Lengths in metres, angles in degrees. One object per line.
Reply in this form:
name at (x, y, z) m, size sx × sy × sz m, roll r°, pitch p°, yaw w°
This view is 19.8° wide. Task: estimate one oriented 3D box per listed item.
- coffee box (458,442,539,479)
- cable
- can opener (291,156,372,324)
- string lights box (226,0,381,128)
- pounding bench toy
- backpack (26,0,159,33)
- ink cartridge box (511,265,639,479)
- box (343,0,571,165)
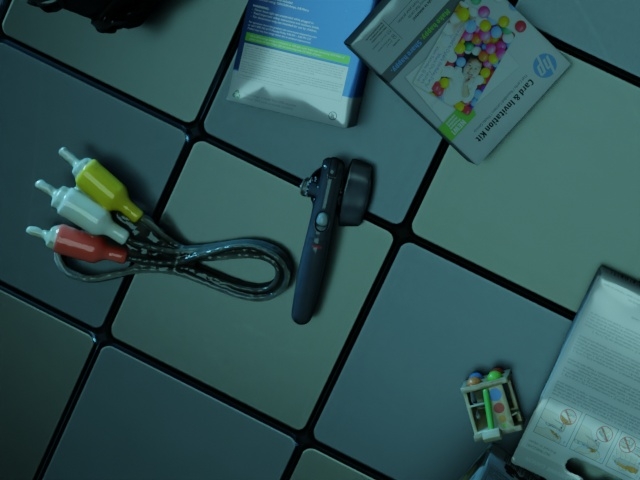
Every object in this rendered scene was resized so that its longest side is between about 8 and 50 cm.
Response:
coffee box at (0.150, 0.325, 1.817) m, size 0.119 × 0.297 × 0.168 m, roll 40°, pitch 101°, yaw 4°
cable at (-0.179, 0.017, 1.961) m, size 0.287 × 0.072 × 0.139 m, roll 26°, pitch 105°, yaw 6°
can opener at (0.000, 0.000, 1.934) m, size 0.073 × 0.059 × 0.186 m, roll 18°, pitch 98°, yaw 7°
string lights box at (-0.002, -0.257, 1.902) m, size 0.133 × 0.077 × 0.260 m, roll 14°, pitch 98°, yaw 8°
pounding bench toy at (0.178, 0.171, 1.906) m, size 0.052 × 0.083 × 0.065 m, roll -15°, pitch 93°, yaw 11°
backpack at (-0.170, -0.410, 1.808) m, size 0.355 × 0.290 × 0.273 m, roll -33°, pitch 70°, yaw 24°
ink cartridge box at (0.325, 0.165, 1.902) m, size 0.181 × 0.056 × 0.225 m, roll 25°, pitch 105°, yaw 7°
box at (0.140, -0.191, 1.865) m, size 0.186 × 0.038 × 0.145 m, roll 43°, pitch 91°, yaw -16°
